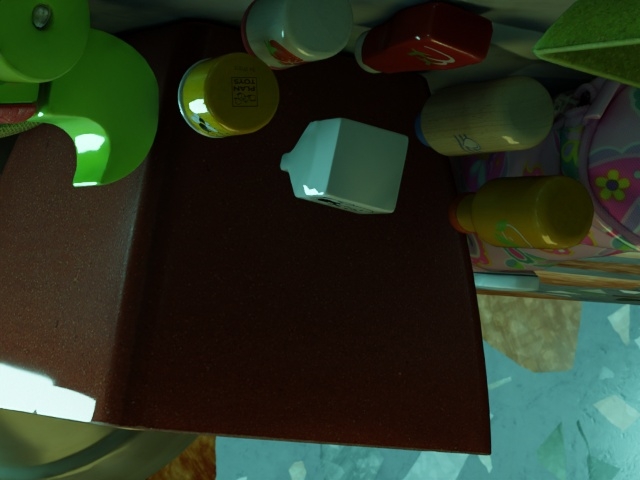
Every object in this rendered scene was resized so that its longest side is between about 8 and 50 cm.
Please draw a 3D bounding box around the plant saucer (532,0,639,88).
[{"bbox_3d":[0.222,-0.092,0.703,0.188,0.045,0.188,9,174,-41],"label":"plant saucer"}]

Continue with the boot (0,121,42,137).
[{"bbox_3d":[-0.289,-0.098,0.948,0.262,0.095,0.203,6,176,-30],"label":"boot"}]

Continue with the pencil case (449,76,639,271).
[{"bbox_3d":[0.149,-0.042,1.001,0.124,0.124,0.284,7,175,-17],"label":"pencil case"}]

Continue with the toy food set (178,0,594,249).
[{"bbox_3d":[0.028,-0.066,0.852,0.232,0.111,0.104,13,174,-26],"label":"toy food set"}]

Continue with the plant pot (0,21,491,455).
[{"bbox_3d":[-0.061,0.001,1.024,0.267,0.235,0.267,10,174,-35],"label":"plant pot"}]

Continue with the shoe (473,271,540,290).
[{"bbox_3d":[0.163,0.010,1.818,0.178,0.081,0.063,7,177,25],"label":"shoe"}]

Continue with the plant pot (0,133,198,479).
[{"bbox_3d":[-0.248,0.008,1.235,0.323,0.323,0.280,3,158,28],"label":"plant pot"}]

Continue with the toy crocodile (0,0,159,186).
[{"bbox_3d":[-0.223,-0.100,0.775,0.115,0.105,0.340,2,173,42],"label":"toy crocodile"}]
